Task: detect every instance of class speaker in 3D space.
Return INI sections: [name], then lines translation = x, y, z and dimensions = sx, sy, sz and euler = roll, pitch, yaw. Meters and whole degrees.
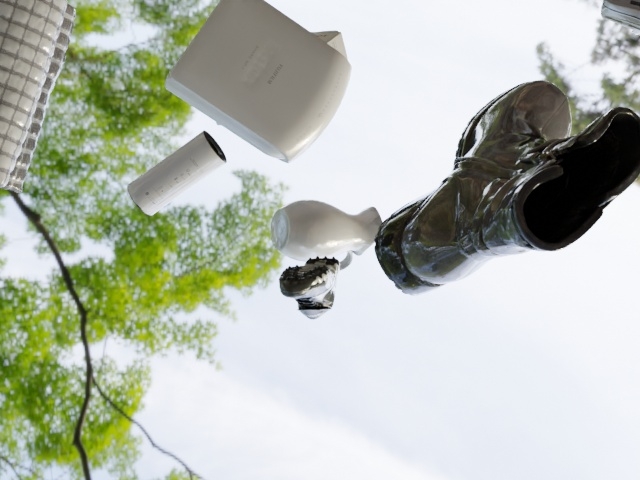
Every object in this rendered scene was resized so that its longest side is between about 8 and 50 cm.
[speaker]
translation = -0.198, -0.094, 1.089
dimensions = 0.136, 0.055, 0.055
euler = -34, -129, 10

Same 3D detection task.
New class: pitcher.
[pitcher]
translation = 0.000, 0.000, 1.598
dimensions = 0.207, 0.177, 0.125
euler = 2, -137, -31

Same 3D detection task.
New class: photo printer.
[photo printer]
translation = -0.108, -0.318, 1.539
dimensions = 0.308, 0.107, 0.256
euler = 34, -99, -6

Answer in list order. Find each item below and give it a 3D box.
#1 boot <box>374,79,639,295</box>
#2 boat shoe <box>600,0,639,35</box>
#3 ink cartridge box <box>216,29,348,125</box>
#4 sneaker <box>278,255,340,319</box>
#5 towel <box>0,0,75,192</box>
[boot]
translation = 0.219, -0.074, 0.751
dimensions = 0.118, 0.223, 0.338
euler = 48, -124, -12
[boat shoe]
translation = 0.369, -0.253, 0.899
dimensions = 0.100, 0.035, 0.035
euler = 24, -118, 17
[ink cartridge box]
translation = -0.091, -0.367, 1.771
dimensions = 0.207, 0.117, 0.283
euler = 7, -145, 34
[sneaker]
translation = -0.014, 0.093, 1.389
dimensions = 0.078, 0.106, 0.234
euler = 2, -174, 14
[towel]
translation = -0.441, -0.199, 0.868
dimensions = 0.284, 0.234, 0.121
euler = 17, 179, -5
